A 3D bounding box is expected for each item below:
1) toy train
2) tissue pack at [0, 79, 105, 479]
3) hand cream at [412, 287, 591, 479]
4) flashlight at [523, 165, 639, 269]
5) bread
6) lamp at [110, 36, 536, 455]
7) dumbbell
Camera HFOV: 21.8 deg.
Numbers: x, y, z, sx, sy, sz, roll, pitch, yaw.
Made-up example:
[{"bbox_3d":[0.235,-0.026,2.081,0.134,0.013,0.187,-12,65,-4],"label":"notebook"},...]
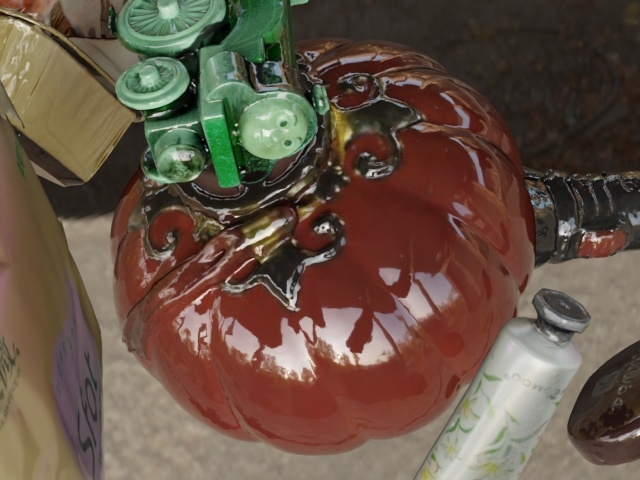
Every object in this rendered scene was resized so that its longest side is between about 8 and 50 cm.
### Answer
[{"bbox_3d":[-0.052,-0.098,0.856,0.105,0.071,0.178,-9,44,2],"label":"toy train"},{"bbox_3d":[-0.173,0.067,0.770,0.123,0.215,0.256,-15,36,4],"label":"tissue pack"},{"bbox_3d":[0.081,0.112,0.846,0.067,0.194,0.042,12,26,-28],"label":"hand cream"},{"bbox_3d":[0.224,-0.019,1.285,0.232,0.093,0.093,-3,59,-17],"label":"flashlight"},{"bbox_3d":[-0.221,-0.168,1.425,0.142,0.224,0.211,20,79,24],"label":"bread"},{"bbox_3d":[0.000,0.000,1.154,0.303,0.257,0.303,-12,55,18],"label":"lamp"},{"bbox_3d":[0.316,0.192,1.363,0.225,0.124,0.140,50,42,-13],"label":"dumbbell"}]
